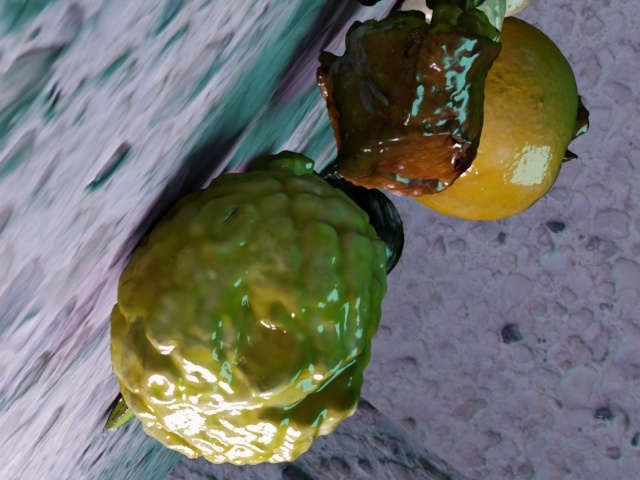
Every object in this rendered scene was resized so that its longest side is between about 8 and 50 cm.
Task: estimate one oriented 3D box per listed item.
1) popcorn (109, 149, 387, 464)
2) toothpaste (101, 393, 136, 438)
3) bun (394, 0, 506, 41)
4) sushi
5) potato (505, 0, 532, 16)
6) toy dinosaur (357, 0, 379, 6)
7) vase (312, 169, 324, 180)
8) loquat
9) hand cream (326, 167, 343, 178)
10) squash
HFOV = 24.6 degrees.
[{"bbox_3d":[-0.053,0.045,1.170,0.237,0.205,0.252,100,5,-46],"label":"popcorn"},{"bbox_3d":[-0.167,0.126,1.669,0.248,0.047,0.078,-52,175,11],"label":"toothpaste"},{"bbox_3d":[0.131,-0.221,1.574,0.188,0.111,0.164,-58,177,25],"label":"bun"},{"bbox_3d":[0.079,-0.138,1.274,0.166,0.179,0.296,-10,169,9],"label":"sushi"},{"bbox_3d":[0.222,-0.333,1.754,0.147,0.112,0.112,-59,178,-16],"label":"potato"},{"bbox_3d":[0.183,-0.363,1.133,0.331,0.129,0.383,-41,169,-31],"label":"toy dinosaur"},{"bbox_3d":[-0.052,-0.032,1.365,0.086,0.086,0.214,-53,172,9],"label":"vase"},{"bbox_3d":[0.205,-0.156,1.854,0.275,0.275,0.275,-53,176,-5],"label":"loquat"},{"bbox_3d":[-0.011,-0.050,2.022,0.275,0.050,0.079,-39,141,-53],"label":"hand cream"},{"bbox_3d":[0.002,0.005,1.692,0.193,0.156,0.193,-15,143,-12],"label":"squash"}]
